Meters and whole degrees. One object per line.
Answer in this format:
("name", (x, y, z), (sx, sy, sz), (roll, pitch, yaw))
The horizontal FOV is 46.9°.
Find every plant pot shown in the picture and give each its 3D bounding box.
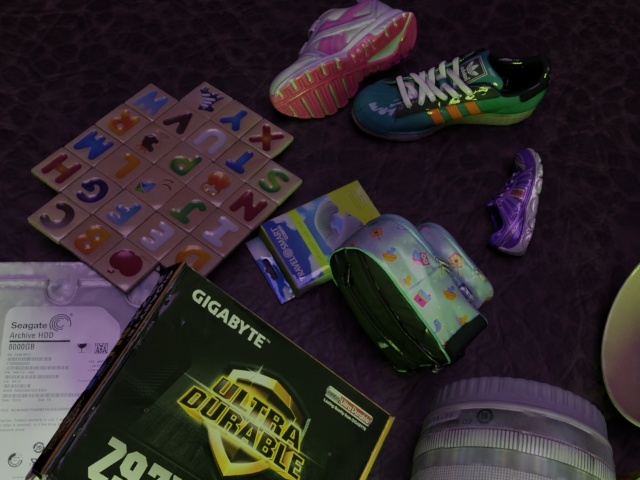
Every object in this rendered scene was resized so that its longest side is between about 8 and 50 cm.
("plant pot", (0.549, 0.151, 0.924), (0.274, 0.256, 0.256), (21, 64, -16))

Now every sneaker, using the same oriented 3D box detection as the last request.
("sneaker", (0.197, -0.230, 1.097), (0.302, 0.121, 0.108), (-10, 67, -11))
("sneaker", (0.020, -0.279, 1.116), (0.252, 0.103, 0.111), (-35, 56, -15))
("sneaker", (0.277, -0.062, 1.064), (0.071, 0.068, 0.170), (14, 65, 5))

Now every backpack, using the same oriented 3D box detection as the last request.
("backpack", (0.106, 0.055, 0.918), (0.188, 0.166, 0.144), (46, 70, -4))

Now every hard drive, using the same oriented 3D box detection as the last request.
("hard drive", (-0.310, 0.189, 0.876), (0.237, 0.064, 0.339), (1, 65, -7))

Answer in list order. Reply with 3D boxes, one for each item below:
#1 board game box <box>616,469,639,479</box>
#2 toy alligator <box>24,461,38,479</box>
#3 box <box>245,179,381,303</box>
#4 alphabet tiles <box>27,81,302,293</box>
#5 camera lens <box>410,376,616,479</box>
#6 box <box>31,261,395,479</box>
("board game box", (0.418, 0.363, 0.873), (0.043, 0.092, 0.181), (-25, 71, -18))
("toy alligator", (-0.241, 0.199, 0.819), (0.190, 0.056, 0.051), (-52, 122, -24))
("box", (0.000, 0.000, 1.012), (0.178, 0.042, 0.109), (-26, 71, -18))
("alphabet tiles", (-0.205, -0.087, 1.005), (0.285, 0.011, 0.342), (34, 58, 15))
("camera lens", (0.198, 0.313, 0.788), (0.219, 0.219, 0.274), (15, 57, 0))
("box", (-0.102, 0.220, 0.811), (0.322, 0.079, 0.257), (40, 66, -18))
